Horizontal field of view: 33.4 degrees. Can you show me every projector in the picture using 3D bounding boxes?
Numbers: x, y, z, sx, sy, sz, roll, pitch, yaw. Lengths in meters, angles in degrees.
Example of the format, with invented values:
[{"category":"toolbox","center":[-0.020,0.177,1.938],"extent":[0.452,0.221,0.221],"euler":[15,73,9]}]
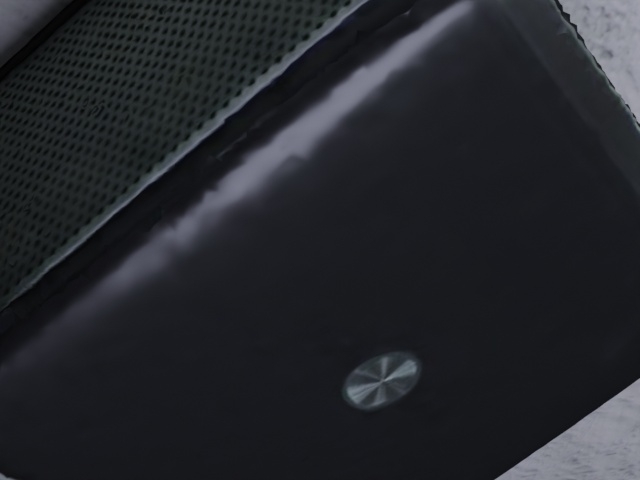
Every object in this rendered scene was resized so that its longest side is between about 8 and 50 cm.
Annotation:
[{"category":"projector","center":[0.000,0.000,0.688],"extent":[0.405,0.242,0.395],"euler":[-39,134,13]}]
